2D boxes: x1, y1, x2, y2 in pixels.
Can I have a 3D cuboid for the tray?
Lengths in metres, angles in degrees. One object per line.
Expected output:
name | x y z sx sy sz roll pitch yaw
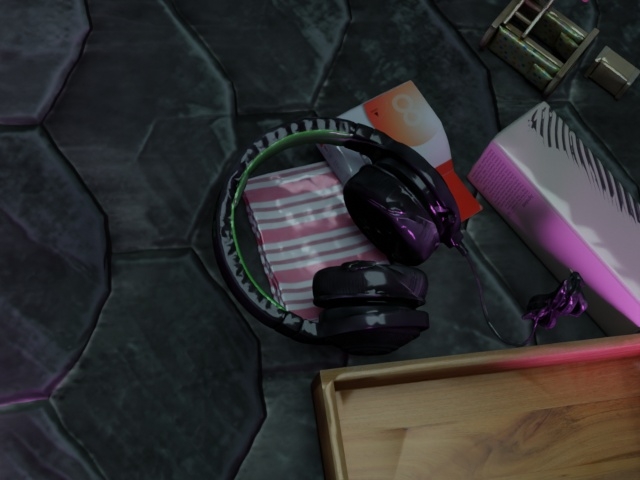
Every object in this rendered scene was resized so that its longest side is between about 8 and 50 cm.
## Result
tray | 0.208 0.225 1.340 0.411 0.076 0.203 -5 72 -12

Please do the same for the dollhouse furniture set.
dollhouse furniture set | 0.308 -0.247 1.490 0.182 0.161 0.101 38 68 7

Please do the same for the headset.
headset | 0.081 0.011 1.307 0.394 0.185 0.243 22 74 -8

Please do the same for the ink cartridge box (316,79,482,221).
ink cartridge box | 0.097 -0.086 1.444 0.145 0.045 0.179 -30 77 -28

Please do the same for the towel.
towel | 0.000 0.000 1.416 0.144 0.029 0.197 -14 72 -15

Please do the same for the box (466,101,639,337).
box | 0.305 -0.020 1.432 0.094 0.113 0.275 -37 81 -21
